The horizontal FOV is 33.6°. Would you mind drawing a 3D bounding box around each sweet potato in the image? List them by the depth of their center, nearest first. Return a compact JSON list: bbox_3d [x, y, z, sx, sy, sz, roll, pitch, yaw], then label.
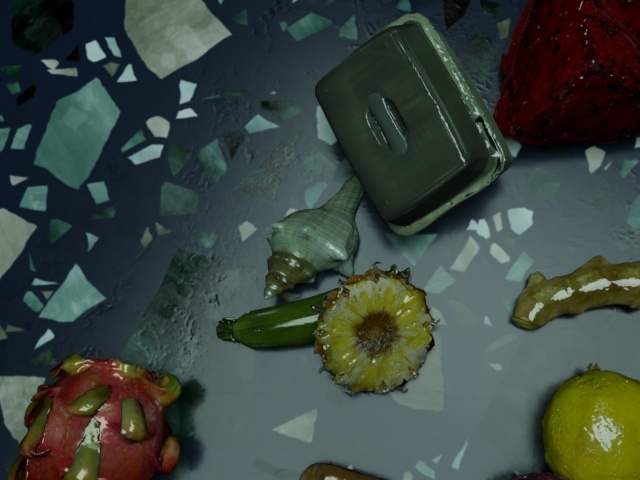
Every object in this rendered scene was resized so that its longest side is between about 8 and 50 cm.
[{"bbox_3d":[0.082,0.398,1.552,0.251,0.097,0.097,19,82,9],"label":"sweet potato"}]

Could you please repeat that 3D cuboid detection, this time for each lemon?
[{"bbox_3d":[0.400,0.281,1.506,0.173,0.173,0.206,17,77,8],"label":"lemon"}]

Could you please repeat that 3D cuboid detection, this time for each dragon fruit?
[{"bbox_3d":[-0.333,0.318,1.553,0.227,0.243,0.307,22,121,-14],"label":"dragon fruit"},{"bbox_3d":[0.423,-0.296,1.657,0.286,0.228,0.329,8,57,-25],"label":"dragon fruit"}]

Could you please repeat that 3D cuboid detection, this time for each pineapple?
[{"bbox_3d":[0.074,0.134,1.582,0.221,0.047,0.221,-4,103,-19],"label":"pineapple"}]

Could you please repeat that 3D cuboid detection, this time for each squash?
[{"bbox_3d":[-0.007,0.116,1.623,0.318,0.080,0.071,-17,118,3],"label":"squash"}]

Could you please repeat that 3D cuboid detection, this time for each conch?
[{"bbox_3d":[0.000,0.007,1.624,0.234,0.114,0.137,-31,92,-7],"label":"conch"}]

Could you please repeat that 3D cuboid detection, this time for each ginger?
[{"bbox_3d":[0.432,0.075,1.596,0.298,0.065,0.118,-14,66,1],"label":"ginger"}]

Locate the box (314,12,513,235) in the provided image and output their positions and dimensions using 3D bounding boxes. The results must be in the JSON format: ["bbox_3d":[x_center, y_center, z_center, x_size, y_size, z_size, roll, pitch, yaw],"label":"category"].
[{"bbox_3d":[0.136,-0.174,1.585,0.220,0.166,0.291,-34,77,29],"label":"box"}]

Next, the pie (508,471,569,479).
[{"bbox_3d":[0.337,0.417,1.489,0.219,0.204,0.054,49,51,1],"label":"pie"}]
